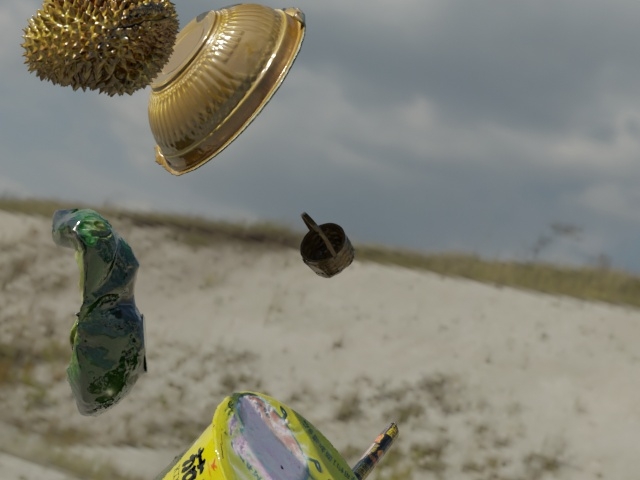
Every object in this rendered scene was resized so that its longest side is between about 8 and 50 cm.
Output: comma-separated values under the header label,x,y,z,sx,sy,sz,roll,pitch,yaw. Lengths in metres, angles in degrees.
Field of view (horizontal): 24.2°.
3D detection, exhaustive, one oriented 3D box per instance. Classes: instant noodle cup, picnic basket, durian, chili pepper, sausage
label,x,y,z,sx,sy,sz,roll,pitch,yaw
instant noodle cup,-0.141,-0.215,1.875,0.090,0.274,0.274,40,-20,-24
instant noodle cup,-0.105,0.389,1.867,0.325,0.254,0.326,43,21,-21
picnic basket,0.000,0.000,1.880,0.072,0.072,0.083,10,-34,36
durian,-0.223,-0.219,1.574,0.168,0.158,0.137,1,-52,36
chili pepper,-0.267,0.090,1.867,0.116,0.265,0.148,-5,4,-16
sausage,0.067,0.308,2.083,0.025,0.028,0.198,27,33,15
